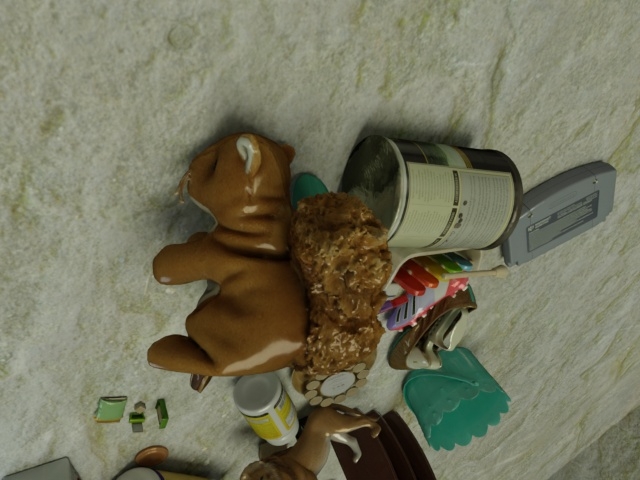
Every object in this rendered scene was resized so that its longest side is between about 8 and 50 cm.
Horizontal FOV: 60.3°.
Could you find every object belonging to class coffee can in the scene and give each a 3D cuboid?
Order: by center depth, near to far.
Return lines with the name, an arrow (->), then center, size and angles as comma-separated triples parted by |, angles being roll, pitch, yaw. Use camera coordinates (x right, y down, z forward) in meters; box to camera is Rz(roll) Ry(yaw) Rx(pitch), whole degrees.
coffee can -> 0.206, -0.084, 1.037 | 0.275, 0.201, 0.201 | 1, 127, -27

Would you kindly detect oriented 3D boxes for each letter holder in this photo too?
letter holder -> 0.181, 0.627, 1.571 | 0.214, 0.302, 0.152 | -32, 135, 2

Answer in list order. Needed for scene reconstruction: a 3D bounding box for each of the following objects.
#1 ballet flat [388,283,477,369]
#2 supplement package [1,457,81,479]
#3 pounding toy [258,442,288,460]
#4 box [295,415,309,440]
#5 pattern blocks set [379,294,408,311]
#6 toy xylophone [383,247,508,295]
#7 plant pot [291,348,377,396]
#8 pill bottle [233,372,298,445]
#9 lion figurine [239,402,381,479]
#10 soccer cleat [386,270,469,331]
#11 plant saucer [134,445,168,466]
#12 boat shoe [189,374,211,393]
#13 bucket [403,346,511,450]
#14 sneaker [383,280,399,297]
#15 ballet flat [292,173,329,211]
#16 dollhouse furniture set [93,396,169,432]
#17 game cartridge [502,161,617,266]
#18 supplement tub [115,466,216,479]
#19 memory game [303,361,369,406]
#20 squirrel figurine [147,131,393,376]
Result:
ballet flat -> 0.294, 0.251, 1.426 | 0.116, 0.124, 0.342 | 13, 121, -34
supplement package -> -0.625, 0.657, 1.272 | 0.149, 0.194, 0.203 | -14, 133, -14
pounding toy -> -0.114, 0.610, 1.545 | 0.100, 0.141, 0.130 | -12, 147, -17
box -> -0.039, 0.546, 1.567 | 0.062, 0.052, 0.083 | -17, 133, -15
pattern blocks set -> 0.020, 0.203, 1.210 | 0.325, 0.026, 0.285 | -28, 169, 23
toy xylophone -> 0.226, 0.038, 1.133 | 0.323, 0.236, 0.081 | -1, 120, -31
plant pot -> 0.033, 0.315, 1.417 | 0.236, 0.032, 0.236 | -13, 133, -15
pill bottle -> -0.128, 0.419, 1.367 | 0.119, 0.119, 0.208 | -24, 134, -6
lion figurine -> -0.022, 0.559, 1.458 | 0.392, 0.240, 0.142 | -50, 170, -36
soccer cleat -> 0.248, 0.132, 1.345 | 0.248, 0.095, 0.083 | -39, 177, 25
plant saucer -> -0.430, 0.554, 1.407 | 0.083, 0.013, 0.083 | -13, 133, -15
boat shoe -> -0.248, 0.242, 1.196 | 0.073, 0.073, 0.207 | 27, 115, 1
bucket -> 0.388, 0.460, 1.614 | 0.281, 0.183, 0.281 | -14, 132, -16
sneaker -> -0.010, 0.111, 1.168 | 0.316, 0.127, 0.182 | 0, 132, -18
ballet flat -> 0.000, 0.000, 1.009 | 0.083, 0.087, 0.247 | -6, 97, -19
dollhouse furniture set -> -0.426, 0.397, 1.241 | 0.152, 0.058, 0.076 | 7, 124, -31
game cartridge -> 0.574, -0.067, 1.341 | 0.297, 0.062, 0.198 | -27, 131, -3
supplement tub -> -0.375, 0.734, 1.431 | 0.241, 0.241, 0.331 | -44, 134, 13
memory game -> 0.043, 0.373, 1.441 | 0.186, 0.012, 0.186 | -14, 133, -15
squirrel figurine -> -0.063, 0.015, 0.885 | 0.281, 0.397, 0.370 | 1, 93, -68
